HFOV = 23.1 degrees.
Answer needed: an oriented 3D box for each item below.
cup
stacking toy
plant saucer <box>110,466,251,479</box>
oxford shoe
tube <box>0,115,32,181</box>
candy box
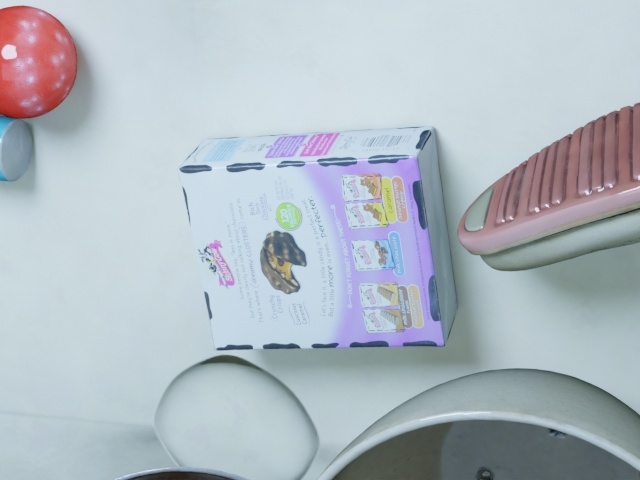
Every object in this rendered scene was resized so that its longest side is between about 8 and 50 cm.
[{"bbox_3d":[0.158,0.229,1.209,0.331,0.237,0.331,6,112,14],"label":"cup"},{"bbox_3d":[-0.356,-0.139,1.258,0.330,0.141,0.141,2,116,8],"label":"stacking toy"},{"bbox_3d":[-0.123,0.346,1.417,0.310,0.050,0.311,0,102,0],"label":"plant saucer"},{"bbox_3d":[0.293,-0.027,1.111,0.397,0.140,0.146,-15,117,25],"label":"oxford shoe"},{"bbox_3d":[-0.347,-0.088,1.323,0.207,0.052,0.080,9,105,18],"label":"tube"},{"bbox_3d":[0.000,0.000,1.247,0.196,0.070,0.165,-2,115,17],"label":"candy box"}]
